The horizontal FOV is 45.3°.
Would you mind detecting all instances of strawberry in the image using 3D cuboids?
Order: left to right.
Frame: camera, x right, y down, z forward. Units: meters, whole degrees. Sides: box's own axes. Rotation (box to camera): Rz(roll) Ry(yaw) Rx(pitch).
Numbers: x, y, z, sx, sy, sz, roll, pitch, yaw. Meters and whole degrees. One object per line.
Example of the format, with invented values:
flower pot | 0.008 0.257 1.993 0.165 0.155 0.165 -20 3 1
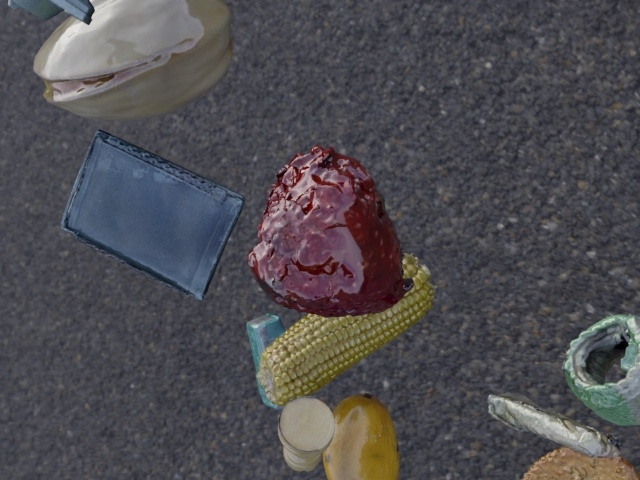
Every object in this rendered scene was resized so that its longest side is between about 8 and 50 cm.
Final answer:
strawberry | 0.000 0.000 1.118 0.220 0.274 0.274 -24 60 -6

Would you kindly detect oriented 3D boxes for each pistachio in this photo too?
pistachio | -0.369 -0.391 1.537 0.445 0.281 0.365 -5 33 27

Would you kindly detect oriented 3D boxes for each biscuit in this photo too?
biscuit | 0.469 0.486 1.346 0.254 0.035 0.254 -3 71 9

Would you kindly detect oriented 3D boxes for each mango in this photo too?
mango | 0.075 0.418 1.446 0.109 0.157 0.262 6 96 50

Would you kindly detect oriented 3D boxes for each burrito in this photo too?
burrito | 0.262 0.213 0.888 0.171 0.051 0.042 16 73 56

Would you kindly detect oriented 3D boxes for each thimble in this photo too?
thimble | 0.629 0.266 1.601 0.219 0.150 0.219 -33 35 27

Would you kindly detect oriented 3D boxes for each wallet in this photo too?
wallet | -0.344 -0.052 1.569 0.342 0.075 0.237 25 100 8

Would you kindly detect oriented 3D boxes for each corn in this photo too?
corn | 0.051 0.160 1.427 0.387 0.144 0.144 -33 53 -15

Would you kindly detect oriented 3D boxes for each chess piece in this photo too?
chess piece | -0.020 0.233 0.902 0.066 0.122 0.066 2 60 -4

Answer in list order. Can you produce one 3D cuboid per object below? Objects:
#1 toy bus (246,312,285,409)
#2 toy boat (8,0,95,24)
toy bus | -0.126 0.332 2.091 0.091 0.109 0.262 5 109 59
toy boat | -0.433 -0.383 1.134 0.319 0.141 0.092 33 93 33
